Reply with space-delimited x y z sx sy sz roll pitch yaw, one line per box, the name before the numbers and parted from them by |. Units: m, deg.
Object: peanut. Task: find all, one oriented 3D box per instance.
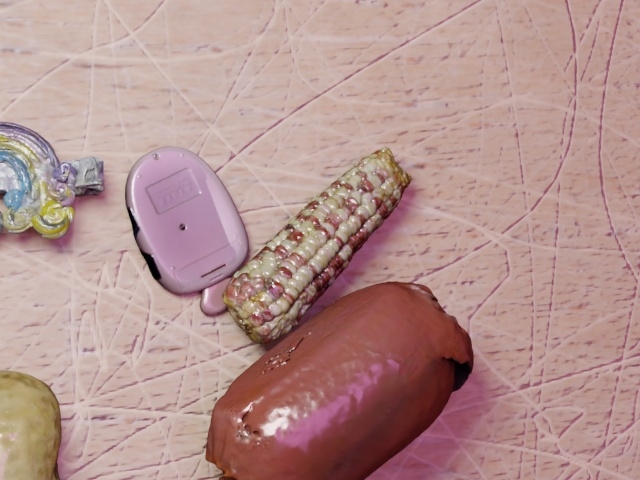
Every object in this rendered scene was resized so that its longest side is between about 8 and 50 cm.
peanut | -0.265 0.240 1.608 0.137 0.122 0.253 -14 84 -21

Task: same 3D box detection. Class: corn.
corn | 0.000 0.000 1.751 0.079 0.079 0.237 47 69 -9

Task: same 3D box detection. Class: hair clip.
hair clip | -0.283 -0.053 1.677 0.172 0.049 0.116 -4 72 -12

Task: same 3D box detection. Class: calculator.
calculator | -0.123 -0.009 1.737 0.103 0.024 0.166 -28 95 -21

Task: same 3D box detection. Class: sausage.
sausage | 0.020 0.145 1.706 0.280 0.152 0.152 -35 96 -20
